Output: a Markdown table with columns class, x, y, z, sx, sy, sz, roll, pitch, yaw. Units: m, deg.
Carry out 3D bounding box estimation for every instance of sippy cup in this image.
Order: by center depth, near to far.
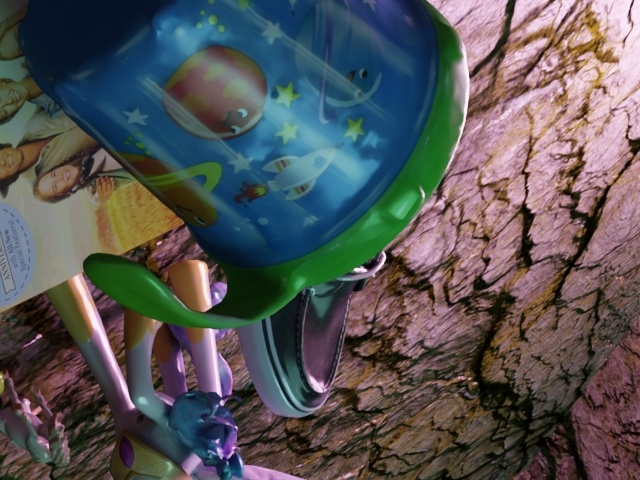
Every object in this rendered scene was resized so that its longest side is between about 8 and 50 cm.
| class | x | y | z | sx | sy | sz | roll | pitch | yaw |
| --- | --- | --- | --- | --- | --- | --- | --- | --- | --- |
| sippy cup | -0.060 | -0.117 | 0.865 | 0.240 | 0.306 | 0.224 | -33 | 136 | 22 |

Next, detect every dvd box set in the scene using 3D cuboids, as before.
| class | x | y | z | sx | sy | sz | roll | pitch | yaw |
| --- | --- | --- | --- | --- | --- | --- | --- | --- | --- |
| dvd box set | -0.194 | -0.106 | 0.949 | 0.420 | 0.062 | 0.308 | -27 | 136 | -29 |

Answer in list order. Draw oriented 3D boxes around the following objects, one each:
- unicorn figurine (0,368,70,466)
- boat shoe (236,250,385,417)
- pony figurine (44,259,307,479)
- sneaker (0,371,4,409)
| class | x | y | z | sx | sy | sz | roll | pitch | yaw |
| --- | --- | --- | --- | --- | --- | --- | --- | --- | --- |
| unicorn figurine | -0.299 | 0.182 | 1.356 | 0.060 | 0.162 | 0.111 | -29 | 127 | -15 |
| boat shoe | 0.000 | 0.000 | 1.234 | 0.121 | 0.119 | 0.335 | -6 | 97 | -57 |
| pony figurine | -0.129 | 0.211 | 1.315 | 0.302 | 0.364 | 0.351 | -19 | 163 | 18 |
| sneaker | -0.376 | 0.194 | 1.248 | 0.235 | 0.097 | 0.084 | -50 | 155 | 21 |
